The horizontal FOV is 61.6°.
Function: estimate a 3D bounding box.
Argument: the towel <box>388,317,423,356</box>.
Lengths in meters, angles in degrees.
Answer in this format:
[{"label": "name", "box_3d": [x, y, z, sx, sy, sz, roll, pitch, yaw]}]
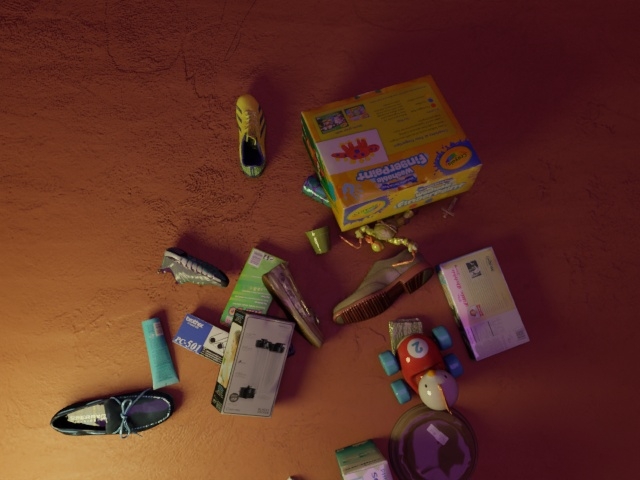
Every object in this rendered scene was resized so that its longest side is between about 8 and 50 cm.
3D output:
[{"label": "towel", "box_3d": [0.273, 0.320, 1.690, 0.110, 0.027, 0.148, -4, 80, -6]}]

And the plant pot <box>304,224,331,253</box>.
[{"label": "plant pot", "box_3d": [0.000, 0.000, 1.710, 0.083, 0.083, 0.079, -17, 94, -6]}]

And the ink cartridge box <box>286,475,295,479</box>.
[{"label": "ink cartridge box", "box_3d": [-0.102, 0.767, 1.586, 0.063, 0.029, 0.115, 38, 80, 3]}]

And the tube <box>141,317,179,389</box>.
[{"label": "tube", "box_3d": [-0.491, 0.339, 1.627, 0.080, 0.052, 0.207, -11, 80, -34]}]

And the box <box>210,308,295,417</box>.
[{"label": "box", "box_3d": [-0.196, 0.359, 1.574, 0.169, 0.087, 0.289, 15, 87, -31]}]

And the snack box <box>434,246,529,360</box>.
[{"label": "snack box", "box_3d": [0.512, 0.199, 1.709, 0.187, 0.060, 0.321, -18, 82, -7]}]

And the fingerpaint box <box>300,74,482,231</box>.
[{"label": "fingerpaint box", "box_3d": [0.208, -0.277, 1.680, 0.445, 0.163, 0.371, -19, 67, -9]}]

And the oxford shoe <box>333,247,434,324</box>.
[{"label": "oxford shoe", "box_3d": [0.179, 0.143, 1.691, 0.348, 0.123, 0.130, -29, 55, -6]}]

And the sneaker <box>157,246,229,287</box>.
[{"label": "sneaker", "box_3d": [-0.394, 0.109, 1.674, 0.224, 0.083, 0.098, 28, 100, 6]}]

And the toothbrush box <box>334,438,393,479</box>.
[{"label": "toothbrush box", "box_3d": [0.137, 0.697, 1.479, 0.126, 0.295, 0.216, -16, 82, -6]}]

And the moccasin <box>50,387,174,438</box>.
[{"label": "moccasin", "box_3d": [-0.601, 0.520, 1.555, 0.342, 0.117, 0.137, -11, 81, -6]}]

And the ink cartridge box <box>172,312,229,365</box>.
[{"label": "ink cartridge box", "box_3d": [-0.333, 0.309, 1.633, 0.207, 0.046, 0.097, 25, 79, 9]}]

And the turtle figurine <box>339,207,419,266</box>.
[{"label": "turtle figurine", "box_3d": [0.204, -0.043, 1.698, 0.270, 0.087, 0.217, 17, 60, 32]}]

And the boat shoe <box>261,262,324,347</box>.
[{"label": "boat shoe", "box_3d": [-0.066, 0.201, 1.643, 0.089, 0.104, 0.285, -37, 96, -21]}]

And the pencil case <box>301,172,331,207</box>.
[{"label": "pencil case", "box_3d": [0.013, -0.154, 1.739, 0.152, 0.064, 0.070, 27, 93, 1]}]

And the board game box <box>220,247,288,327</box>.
[{"label": "board game box", "box_3d": [-0.207, 0.164, 1.684, 0.124, 0.039, 0.259, 23, 77, 1]}]

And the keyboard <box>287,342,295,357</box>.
[{"label": "keyboard", "box_3d": [-0.179, 0.338, 1.662, 0.180, 0.023, 0.108, -23, 82, -8]}]

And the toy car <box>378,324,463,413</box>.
[{"label": "toy car", "box_3d": [0.322, 0.397, 1.551, 0.219, 0.238, 0.210, -24, 108, -4]}]

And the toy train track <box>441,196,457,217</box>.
[{"label": "toy train track", "box_3d": [0.431, -0.108, 1.783, 0.048, 0.014, 0.083, 32, 74, 10]}]

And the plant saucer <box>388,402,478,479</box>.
[{"label": "plant saucer", "box_3d": [0.347, 0.638, 1.633, 0.278, 0.041, 0.277, 1, 79, -3]}]

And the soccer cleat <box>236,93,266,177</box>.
[{"label": "soccer cleat", "box_3d": [-0.221, -0.347, 1.729, 0.094, 0.121, 0.289, -5, 80, -4]}]
